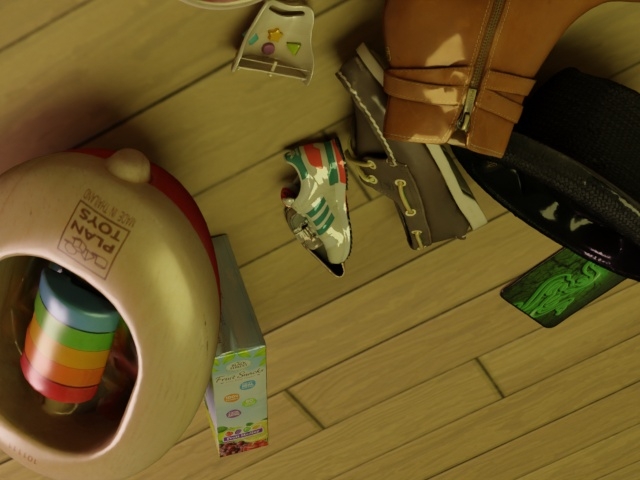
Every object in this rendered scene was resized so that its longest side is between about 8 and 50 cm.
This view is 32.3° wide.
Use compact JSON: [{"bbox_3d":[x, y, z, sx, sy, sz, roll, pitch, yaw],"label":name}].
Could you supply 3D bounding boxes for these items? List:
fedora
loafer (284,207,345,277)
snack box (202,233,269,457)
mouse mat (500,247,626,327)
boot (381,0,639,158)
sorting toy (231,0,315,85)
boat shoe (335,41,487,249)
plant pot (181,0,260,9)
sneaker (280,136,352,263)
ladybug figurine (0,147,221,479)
[{"bbox_3d":[0.305,-0.083,1.217,0.334,0.334,0.152,35,87,-44],"label":"fedora"},{"bbox_3d":[0.000,0.000,1.316,0.045,0.039,0.125,-29,140,10],"label":"loafer"},{"bbox_3d":[-0.115,0.126,1.309,0.070,0.174,0.207,-12,139,-13],"label":"snack box"},{"bbox_3d":[0.359,0.050,1.543,0.190,0.007,0.153,-37,137,21],"label":"mouse mat"},{"bbox_3d":[0.194,-0.185,1.048,0.284,0.109,0.220,3,99,-20],"label":"boot"},{"bbox_3d":[-0.041,-0.198,1.076,0.083,0.045,0.075,7,127,-27],"label":"sorting toy"},{"bbox_3d":[0.086,-0.088,1.196,0.097,0.116,0.324,-30,145,9],"label":"boat shoe"},{"bbox_3d":[-0.087,-0.282,0.851,0.201,0.180,0.201,-12,140,-10],"label":"plant pot"},{"bbox_3d":[-0.007,-0.042,1.249,0.075,0.057,0.161,-7,127,-4],"label":"sneaker"},{"bbox_3d":[-0.237,0.072,1.160,0.305,0.162,0.449,33,129,4],"label":"ladybug figurine"}]
